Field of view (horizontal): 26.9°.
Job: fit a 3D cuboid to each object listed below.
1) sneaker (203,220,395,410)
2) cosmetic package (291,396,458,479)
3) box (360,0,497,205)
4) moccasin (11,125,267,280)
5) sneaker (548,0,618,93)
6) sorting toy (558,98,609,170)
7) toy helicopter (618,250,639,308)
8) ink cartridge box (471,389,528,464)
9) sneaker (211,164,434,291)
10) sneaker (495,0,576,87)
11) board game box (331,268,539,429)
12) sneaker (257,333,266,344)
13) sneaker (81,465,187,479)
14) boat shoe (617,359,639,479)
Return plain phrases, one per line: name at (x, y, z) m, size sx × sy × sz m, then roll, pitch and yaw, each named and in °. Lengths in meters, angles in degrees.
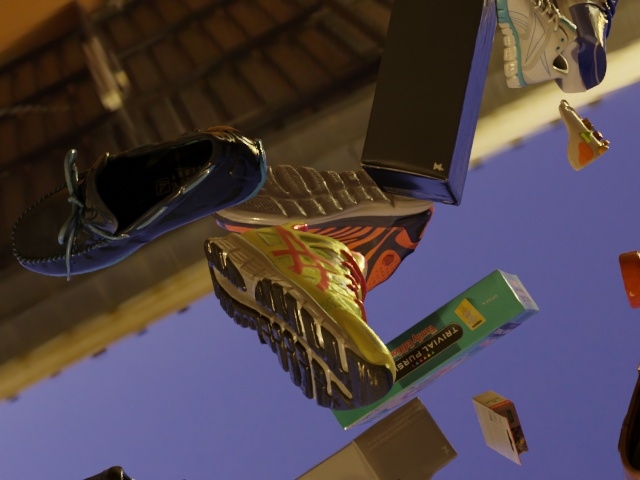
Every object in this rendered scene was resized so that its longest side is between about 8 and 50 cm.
sneaker at (0.001, 0.037, 0.918) m, size 0.094 × 0.081 × 0.208 m, roll -21°, pitch -144°, yaw -22°
cosmetic package at (0.062, 0.307, 1.775) m, size 0.127 × 0.107 × 0.238 m, roll -29°, pitch 168°, yaw -36°
box at (0.127, -0.185, 1.483) m, size 0.103 × 0.261 × 0.184 m, roll 11°, pitch 175°, yaw 9°
moccasin at (-0.229, -0.062, 1.535) m, size 0.342 × 0.138 × 0.117 m, roll -26°, pitch 160°, yaw 21°
sneaker at (0.358, -0.345, 1.721) m, size 0.182 × 0.127 × 0.315 m, roll -7°, pitch -129°, yaw 2°
sorting toy at (0.297, -0.129, 1.552) m, size 0.045 × 0.075 × 0.083 m, roll -31°, pitch -175°, yaw 18°
toy helicopter at (0.477, 0.072, 1.784) m, size 0.140 × 0.355 × 0.235 m, roll -13°, pitch -114°, yaw 13°
ink cartridge box at (0.215, 0.217, 1.557) m, size 0.029 × 0.063 × 0.115 m, roll -20°, pitch -172°, yaw -12°
sneaker at (0.000, 0.000, 1.804) m, size 0.321 × 0.180 × 0.124 m, roll -1°, pitch -141°, yaw -20°
sneaker at (0.239, -0.248, 1.479) m, size 0.083 × 0.191 × 0.071 m, roll 1°, pitch -126°, yaw 18°
board game box at (0.182, 0.175, 2.147) m, size 0.336 × 0.079 × 0.254 m, roll -35°, pitch 169°, yaw 10°
sneaker at (-0.064, 0.133, 1.919) m, size 0.031 × 0.035 × 0.083 m, roll -9°, pitch 174°, yaw 40°
sneaker at (-0.180, 0.384, 1.638) m, size 0.147 × 0.330 × 0.130 m, roll -37°, pitch -144°, yaw 15°
boat shoe at (0.403, 0.143, 1.435) m, size 0.122 × 0.120 × 0.324 m, roll 1°, pitch -124°, yaw 37°
